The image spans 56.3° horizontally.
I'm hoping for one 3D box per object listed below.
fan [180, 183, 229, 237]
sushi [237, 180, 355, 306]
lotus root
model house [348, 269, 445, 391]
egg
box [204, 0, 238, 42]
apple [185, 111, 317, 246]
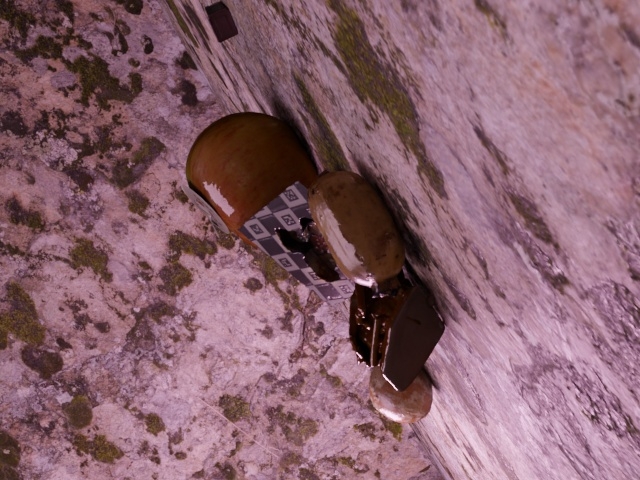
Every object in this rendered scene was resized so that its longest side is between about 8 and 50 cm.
[{"bbox_3d":[-0.318,-0.066,1.727,0.191,0.009,0.329,40,165,14],"label":"fan"},{"bbox_3d":[0.000,0.000,1.508,0.339,0.068,0.320,41,143,-11],"label":"sushi"},{"bbox_3d":[0.079,-0.014,1.182,0.284,0.146,0.160,65,-165,9],"label":"lotus root"},{"bbox_3d":[0.136,0.173,1.318,0.199,0.219,0.229,44,171,-36],"label":"model house"},{"bbox_3d":[0.261,0.489,1.939,0.203,0.203,0.245,62,169,-29],"label":"egg"},{"bbox_3d":[-0.265,-0.582,1.581,0.084,0.060,0.063,66,179,-55],"label":"box"},{"bbox_3d":[-0.183,-0.185,1.707,0.400,0.333,0.400,39,170,8],"label":"apple"}]
